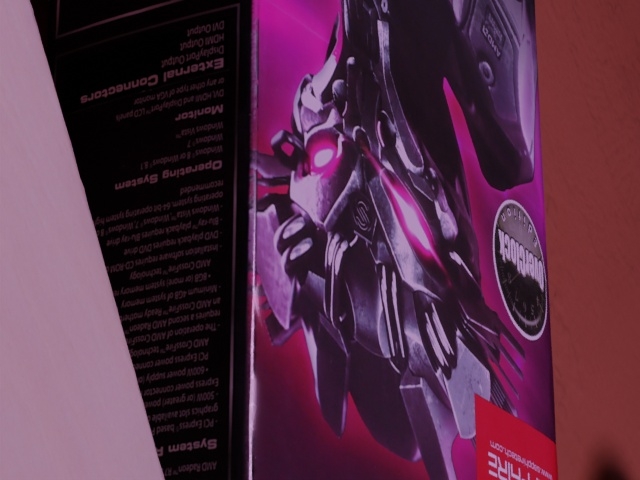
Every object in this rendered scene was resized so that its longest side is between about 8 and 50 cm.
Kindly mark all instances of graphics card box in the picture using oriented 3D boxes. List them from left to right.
[{"bbox_3d":[0.000,0.000,0.688,0.233,0.094,0.371,32,51,-52],"label":"graphics card box"}]

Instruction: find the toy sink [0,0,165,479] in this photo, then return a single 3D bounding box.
[{"bbox_3d":[-0.141,0.036,0.449,0.153,0.131,0.234,-38,116,-63],"label":"toy sink"}]
